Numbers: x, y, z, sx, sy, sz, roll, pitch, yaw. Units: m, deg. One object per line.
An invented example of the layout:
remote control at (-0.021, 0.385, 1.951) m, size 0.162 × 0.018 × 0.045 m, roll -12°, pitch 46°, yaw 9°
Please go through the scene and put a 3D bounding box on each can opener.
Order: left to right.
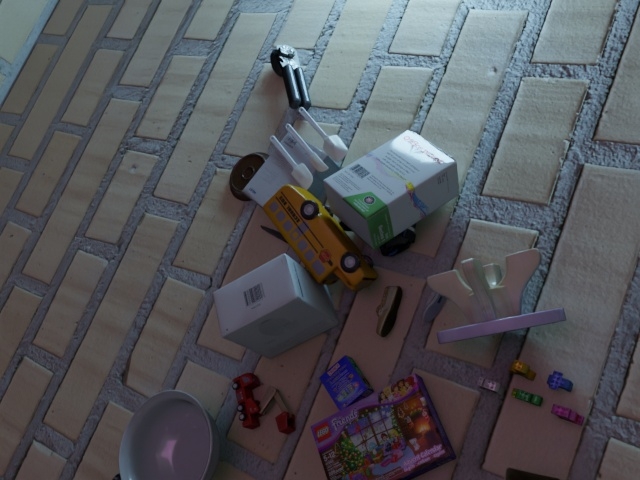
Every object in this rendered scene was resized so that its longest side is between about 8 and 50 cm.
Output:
can opener at (-0.092, -0.515, 2.109) m, size 0.093 × 0.074 × 0.281 m, roll -53°, pitch 42°, yaw 43°

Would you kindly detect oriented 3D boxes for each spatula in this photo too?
spatula at (-0.039, -0.267, 1.879) m, size 0.168 × 0.019 × 0.242 m, roll -44°, pitch 54°, yaw 11°

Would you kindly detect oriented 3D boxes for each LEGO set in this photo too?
LEGO set at (0.441, 0.301, 1.402) m, size 0.227 × 0.093 × 0.087 m, roll 14°, pitch 76°, yaw 34°

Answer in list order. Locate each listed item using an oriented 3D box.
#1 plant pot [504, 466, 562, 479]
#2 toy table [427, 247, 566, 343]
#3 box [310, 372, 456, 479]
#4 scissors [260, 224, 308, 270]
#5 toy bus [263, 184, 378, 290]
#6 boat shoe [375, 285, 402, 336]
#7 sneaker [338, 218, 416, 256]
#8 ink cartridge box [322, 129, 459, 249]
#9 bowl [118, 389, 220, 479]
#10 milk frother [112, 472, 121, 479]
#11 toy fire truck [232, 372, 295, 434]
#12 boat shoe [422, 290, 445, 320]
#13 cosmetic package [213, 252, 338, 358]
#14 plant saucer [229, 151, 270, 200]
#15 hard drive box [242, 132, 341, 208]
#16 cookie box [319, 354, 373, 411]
plant pot at (0.423, 0.518, 1.311) m, size 0.108 × 0.096 × 0.109 m, roll 3°, pitch 69°, yaw 31°
toy table at (0.375, 0.124, 1.452) m, size 0.274 × 0.252 × 0.161 m, roll -14°, pitch 78°, yaw 14°
box at (0.136, 0.461, 1.525) m, size 0.293 × 0.057 × 0.201 m, roll -31°, pitch 56°, yaw 14°
scissors at (-0.058, 0.005, 1.873) m, size 0.109 × 0.021 × 0.297 m, roll -49°, pitch 53°, yaw 4°
toy bus at (0.000, 0.000, 1.725) m, size 0.130 × 0.108 × 0.333 m, roll -43°, pitch 70°, yaw 15°
boat shoe at (0.163, 0.175, 1.651) m, size 0.045 × 0.050 × 0.135 m, roll 7°, pitch 62°, yaw 35°
sneaker at (0.141, -0.016, 1.728) m, size 0.216 × 0.079 × 0.121 m, roll -5°, pitch 64°, yaw 26°
ink cartridge box at (0.179, -0.133, 1.670) m, size 0.278 × 0.117 × 0.201 m, roll -32°, pitch 46°, yaw -14°
bowl at (-0.367, 0.548, 1.726) m, size 0.297 × 0.134 × 0.298 m, roll -12°, pitch 62°, yaw 24°
milk frother at (-0.587, 0.697, 1.783) m, size 0.129 × 0.135 × 0.143 m, roll 10°, pitch 73°, yaw 0°
toy fire truck at (-0.147, 0.419, 1.714) m, size 0.135 × 0.047 × 0.192 m, roll -28°, pitch 56°, yaw 15°
boat shoe at (0.273, 0.148, 1.610) m, size 0.100 × 0.035 × 0.035 m, roll -62°, pitch 27°, yaw -3°
cosmetic package at (-0.112, 0.174, 1.696) m, size 0.224 × 0.224 × 0.138 m, roll -28°, pitch 55°, yaw 16°
plant saucer at (-0.217, -0.203, 2.051) m, size 0.168 × 0.029 × 0.169 m, roll -12°, pitch 63°, yaw 24°
hard drive box at (-0.086, -0.174, 1.925) m, size 0.232 × 0.089 × 0.181 m, roll -51°, pitch 54°, yaw -1°
cookie box at (0.063, 0.352, 1.628) m, size 0.092 × 0.040 × 0.107 m, roll -42°, pitch 55°, yaw 7°
